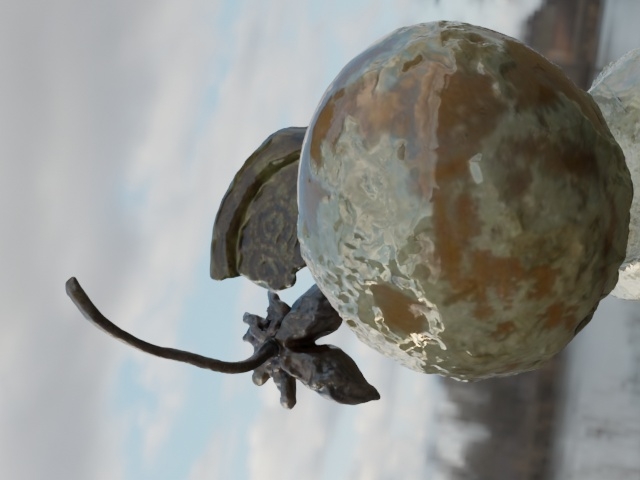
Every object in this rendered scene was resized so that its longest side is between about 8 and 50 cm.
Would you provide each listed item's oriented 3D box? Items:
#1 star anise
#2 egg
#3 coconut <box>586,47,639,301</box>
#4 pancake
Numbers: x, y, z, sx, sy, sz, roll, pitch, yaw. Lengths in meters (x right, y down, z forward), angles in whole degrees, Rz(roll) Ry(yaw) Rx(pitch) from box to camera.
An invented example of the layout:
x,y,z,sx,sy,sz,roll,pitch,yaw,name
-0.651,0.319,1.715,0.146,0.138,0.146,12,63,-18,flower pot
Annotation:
x,y,z,sx,sy,sz,roll,pitch,yaw,name
-0.070,0.074,1.494,0.227,0.218,0.148,-8,-52,-63,star anise
0.080,-0.023,1.008,0.195,0.195,0.233,-72,-31,-47,egg
0.323,-0.055,1.483,0.227,0.230,0.227,6,97,56,coconut
0.000,0.000,1.314,0.020,0.190,0.184,2,-119,-64,pancake
